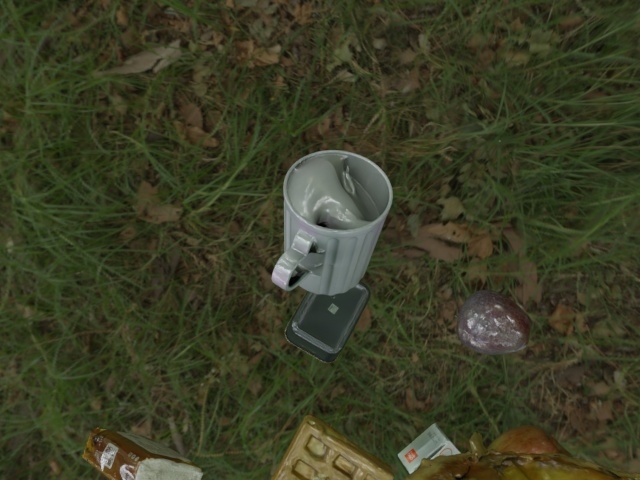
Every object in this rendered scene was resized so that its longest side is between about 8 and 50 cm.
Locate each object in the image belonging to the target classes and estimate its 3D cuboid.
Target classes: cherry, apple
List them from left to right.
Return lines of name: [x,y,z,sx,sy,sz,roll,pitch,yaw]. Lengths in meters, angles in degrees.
cherry: [0.407,0.197,1.333,0.176,0.176,0.140,6,114,17]
apple: [0.448,0.495,1.201,0.188,0.188,0.174,42,98,7]

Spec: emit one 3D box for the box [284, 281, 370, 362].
box: [0.020,0.169,1.320,0.144,0.090,0.201,31,65,4]

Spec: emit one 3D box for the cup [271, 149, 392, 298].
cup: [-0.005,-0.012,0.917,0.167,0.220,0.202,58,157,30]

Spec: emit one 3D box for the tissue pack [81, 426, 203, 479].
tissue pack: [-0.400,0.501,1.266,0.226,0.183,0.092,8,73,43]

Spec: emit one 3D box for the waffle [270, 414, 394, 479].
waffle: [-0.005,0.713,1.581,0.304,0.077,0.348,32,83,1]

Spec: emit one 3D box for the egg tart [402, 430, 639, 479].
egg tart: [0.130,0.186,0.218,0.252,0.231,0.099,40,121,53]

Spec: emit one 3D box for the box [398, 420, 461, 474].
box: [0.329,0.605,1.471,0.135,0.079,0.269,-41,118,-2]
